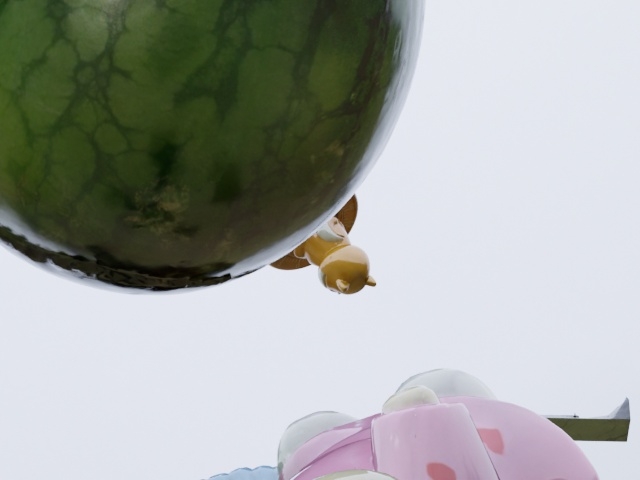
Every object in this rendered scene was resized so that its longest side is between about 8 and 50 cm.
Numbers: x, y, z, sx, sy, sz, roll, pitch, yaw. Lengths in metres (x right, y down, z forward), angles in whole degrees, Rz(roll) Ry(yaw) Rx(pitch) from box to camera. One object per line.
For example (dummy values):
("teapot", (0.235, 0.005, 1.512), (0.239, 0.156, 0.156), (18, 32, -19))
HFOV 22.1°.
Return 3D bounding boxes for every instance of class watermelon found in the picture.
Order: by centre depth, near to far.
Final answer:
("watermelon", (-0.103, -0.149, 1.008), (0.363, 0.363, 0.363), (-9, -38, -7))

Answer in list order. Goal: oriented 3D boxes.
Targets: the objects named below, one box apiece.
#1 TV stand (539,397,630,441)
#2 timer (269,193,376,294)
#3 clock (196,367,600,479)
("TV stand", (0.209, 0.195, 1.800), (0.256, 0.040, 0.049), (0, -39, 5))
("timer", (0.000, 0.000, 1.645), (0.132, 0.152, 0.132), (-23, -39, -20))
("clock", (-0.023, 0.117, 0.468), (0.194, 0.100, 0.195), (-24, -3, 19))
